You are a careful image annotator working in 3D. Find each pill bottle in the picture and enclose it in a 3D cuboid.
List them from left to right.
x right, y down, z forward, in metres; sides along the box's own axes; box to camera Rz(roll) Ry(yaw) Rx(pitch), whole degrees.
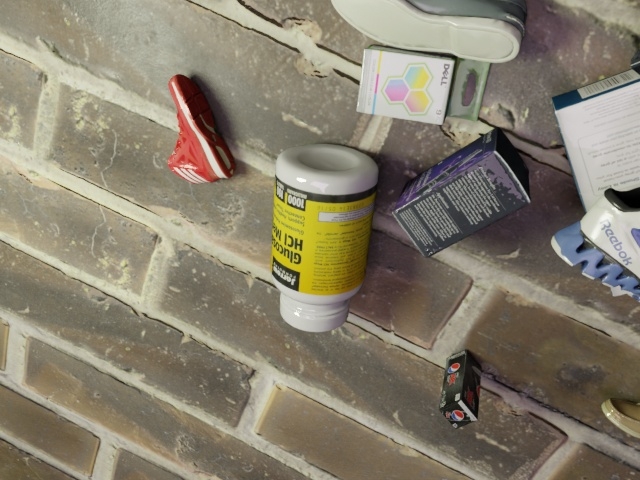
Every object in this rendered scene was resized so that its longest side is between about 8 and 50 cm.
[{"bbox_3d":[0.000,0.000,1.139,0.188,0.188,0.333,11,118,12],"label":"pill bottle"}]

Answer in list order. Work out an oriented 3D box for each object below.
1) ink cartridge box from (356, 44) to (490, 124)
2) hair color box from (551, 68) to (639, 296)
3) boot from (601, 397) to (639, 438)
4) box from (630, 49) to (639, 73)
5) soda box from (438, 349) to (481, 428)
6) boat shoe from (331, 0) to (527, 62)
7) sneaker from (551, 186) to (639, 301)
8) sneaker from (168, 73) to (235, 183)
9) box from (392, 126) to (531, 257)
[{"bbox_3d":[0.174,-0.264,1.023,0.209,0.062,0.109,12,118,11],"label":"ink cartridge box"},{"bbox_3d":[0.515,-0.095,0.974,0.174,0.105,0.347,-17,109,24],"label":"hair color box"},{"bbox_3d":[0.675,0.315,1.147,0.213,0.077,0.165,20,121,2],"label":"boot"},{"bbox_3d":[0.628,-0.288,0.744,0.296,0.183,0.294,31,96,1],"label":"box"},{"bbox_3d":[0.286,0.298,1.207,0.053,0.169,0.060,-35,101,29],"label":"soda box"},{"bbox_3d":[0.175,-0.377,0.966,0.320,0.099,0.116,19,164,15],"label":"boat shoe"},{"bbox_3d":[0.535,0.012,0.888,0.316,0.127,0.182,27,122,4],"label":"sneaker"},{"bbox_3d":[-0.273,-0.207,1.183,0.128,0.087,0.221,-16,109,23],"label":"sneaker"},{"bbox_3d":[0.248,-0.084,1.039,0.207,0.153,0.108,-32,102,27],"label":"box"}]
